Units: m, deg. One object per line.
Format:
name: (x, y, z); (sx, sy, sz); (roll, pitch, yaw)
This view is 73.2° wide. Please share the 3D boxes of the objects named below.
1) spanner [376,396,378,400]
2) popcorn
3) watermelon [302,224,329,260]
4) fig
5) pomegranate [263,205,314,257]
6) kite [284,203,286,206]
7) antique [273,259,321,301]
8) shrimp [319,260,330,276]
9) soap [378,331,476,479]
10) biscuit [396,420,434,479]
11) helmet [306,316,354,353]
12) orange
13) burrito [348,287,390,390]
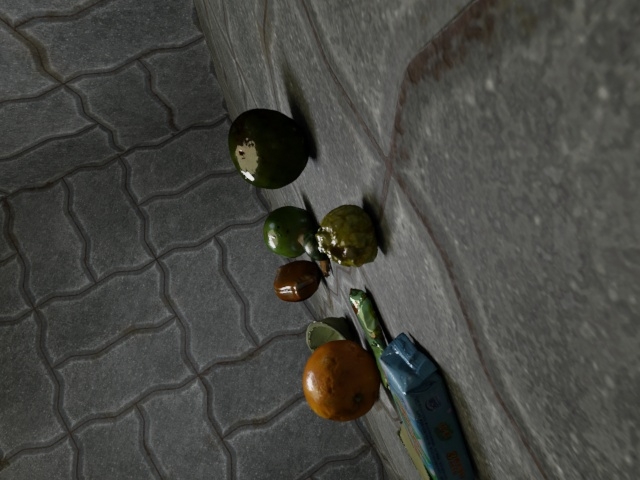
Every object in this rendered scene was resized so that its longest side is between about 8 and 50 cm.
spanner: (0.201, 0.602, 1.742); (0.324, 0.040, 0.095); (80, 166, -55)
popcorn: (0.047, -0.005, 0.771); (0.120, 0.106, 0.116); (89, 166, -71)
watermelon: (-0.003, 0.004, 1.166); (0.109, 0.109, 0.109); (157, 90, -83)
fig: (-0.112, -0.227, 1.052); (0.245, 0.195, 0.195); (-38, -72, -62)
pomegranate: (-0.086, -0.023, 1.451); (0.225, 0.187, 0.187); (19, 138, 44)
kite: (-0.136, -0.086, 2.154); (0.127, 0.016, 0.229); (90, 155, -64)
antique: (-0.105, 0.186, 1.950); (0.278, 0.224, 0.129); (19, 135, 59)
shrimp: (0.001, 0.051, 1.532); (0.178, 0.034, 0.124); (78, 170, -48)
soap: (0.199, 0.334, 0.812); (0.156, 0.077, 0.293); (-144, 31, -76)
biscuit: (0.259, 0.544, 1.119); (0.150, 0.052, 0.252); (58, 171, 30)
helmet: (0.059, 0.364, 1.681); (0.204, 0.137, 0.257); (26, 138, 17)
orange: (0.068, 0.459, 1.417); (0.261, 0.261, 0.261); (157, 90, -83)
burrito: (0.144, 0.246, 1.045); (0.104, 0.054, 0.287); (149, 100, -80)
